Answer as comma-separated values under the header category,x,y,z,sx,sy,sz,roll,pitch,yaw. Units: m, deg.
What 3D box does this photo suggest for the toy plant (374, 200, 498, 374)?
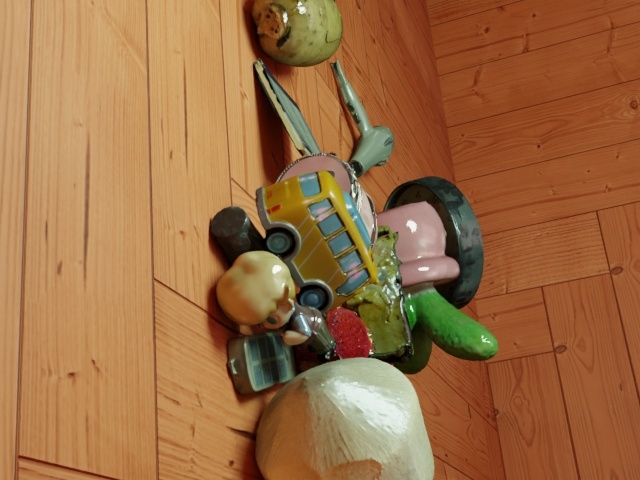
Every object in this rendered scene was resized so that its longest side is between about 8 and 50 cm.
category,x,y,z,sx,sy,sz,roll,pitch,yaw
toy plant,0.207,0.099,2.024,0.211,0.317,0.356,-2,76,-32

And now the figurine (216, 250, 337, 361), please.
category,x,y,z,sx,sy,sz,roll,pitch,yaw
figurine,-0.060,0.098,1.339,0.196,0.108,0.114,48,1,-33

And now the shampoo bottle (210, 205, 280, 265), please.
category,x,y,z,sx,sy,sz,roll,pitch,yaw
shampoo bottle,-0.094,0.031,1.418,0.207,0.057,0.063,61,12,-47

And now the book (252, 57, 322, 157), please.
category,x,y,z,sx,sy,sz,roll,pitch,yaw
book,-0.043,-0.199,1.694,0.157,0.026,0.231,47,14,-55

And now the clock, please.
category,x,y,z,sx,sy,sz,roll,pitch,yaw
clock,0.248,0.013,2.207,0.066,0.319,0.319,-11,88,-29

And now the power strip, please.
category,x,y,z,sx,sy,sz,roll,pitch,yaw
power strip,-0.079,0.174,1.404,0.227,0.029,0.080,6,71,-73

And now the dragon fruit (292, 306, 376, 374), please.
category,x,y,z,sx,sy,sz,roll,pitch,yaw
dragon fruit,0.013,0.176,1.544,0.207,0.150,0.133,96,6,-58

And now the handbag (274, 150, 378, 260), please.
category,x,y,z,sx,sy,sz,roll,pitch,yaw
handbag,0.002,-0.029,1.580,0.116,0.179,0.205,36,57,-54

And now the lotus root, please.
category,x,y,z,sx,sy,sz,roll,pitch,yaw
lotus root,-0.039,-0.404,1.790,0.284,0.146,0.160,-29,126,-66

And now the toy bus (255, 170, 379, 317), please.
category,x,y,z,sx,sy,sz,roll,pitch,yaw
toy bus,0.000,0.000,1.410,0.209,0.136,0.126,62,7,-26

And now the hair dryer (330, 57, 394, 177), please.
category,x,y,z,sx,sy,sz,roll,pitch,yaw
hair dryer,0.075,-0.258,2.220,0.267,0.092,0.229,51,34,-29

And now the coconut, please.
category,x,y,z,sx,sy,sz,roll,pitch,yaw
coconut,0.030,0.278,1.328,0.237,0.237,0.266,-82,161,-51

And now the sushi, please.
category,x,y,z,sx,sy,sz,roll,pitch,yaw
sushi,0.103,0.105,1.884,0.131,0.139,0.291,56,25,-65
